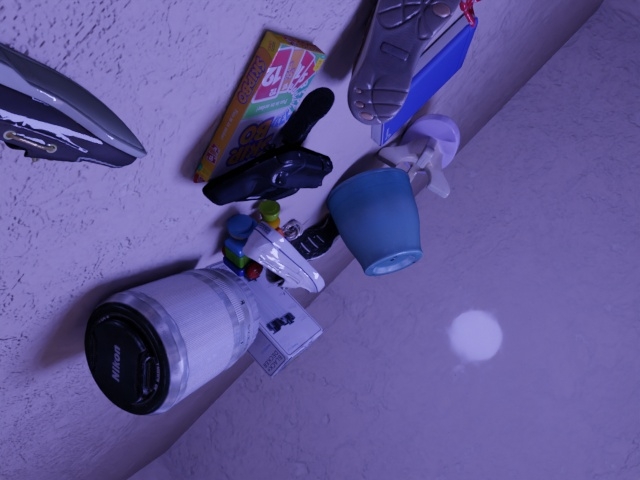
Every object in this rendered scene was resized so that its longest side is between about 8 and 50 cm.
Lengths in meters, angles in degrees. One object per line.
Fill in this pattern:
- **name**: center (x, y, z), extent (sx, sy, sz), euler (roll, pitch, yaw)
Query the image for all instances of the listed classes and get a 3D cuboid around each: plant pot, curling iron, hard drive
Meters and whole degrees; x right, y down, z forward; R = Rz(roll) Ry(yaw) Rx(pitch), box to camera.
- **plant pot**: center (0.180, -0.039, 1.302), extent (0.272, 0.255, 0.271), euler (-14, 158, -6)
- **curling iron**: center (-0.117, 0.028, 1.293), extent (0.068, 0.035, 0.274), euler (-32, 162, -35)
- **hard drive**: center (0.258, -0.400, 1.103), extent (0.319, 0.040, 0.210), euler (-45, 168, -3)

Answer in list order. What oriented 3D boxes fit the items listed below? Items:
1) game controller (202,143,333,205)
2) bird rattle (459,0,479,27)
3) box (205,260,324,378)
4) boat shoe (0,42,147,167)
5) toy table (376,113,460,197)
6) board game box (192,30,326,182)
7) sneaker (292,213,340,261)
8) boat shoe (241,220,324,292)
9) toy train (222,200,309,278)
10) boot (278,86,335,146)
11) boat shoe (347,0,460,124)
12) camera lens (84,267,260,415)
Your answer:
- **game controller**: center (-0.078, -0.112, 0.760), extent (0.167, 0.067, 0.319), euler (-15, -177, 14)
- **bird rattle**: center (0.292, -0.522, 0.740), extent (0.254, 0.143, 0.207), euler (-32, 156, 1)
- **box**: center (-0.149, 0.171, 1.050), extent (0.087, 0.290, 0.169), euler (-52, 167, 29)
- **boat shoe**: center (-0.239, -0.106, 0.350), extent (0.069, 0.081, 0.228), euler (-43, 161, 5)
- **toy table**: center (0.322, -0.257, 1.373), extent (0.160, 0.252, 0.274), euler (-57, 166, -24)
- **board game box**: center (-0.098, -0.184, 0.659), extent (0.259, 0.039, 0.124), euler (-49, 168, 31)
- **sneaker**: center (0.000, 0.000, 1.448), extent (0.272, 0.100, 0.108), euler (-36, 170, -38)
- **boat shoe**: center (-0.077, 0.062, 0.931), extent (0.088, 0.096, 0.267), euler (-50, 146, -9)
- **toy train**: center (-0.111, -0.037, 0.978), extent (0.248, 0.105, 0.143), euler (-37, 152, -32)
- **boot**: center (-0.025, -0.207, 0.750), extent (0.121, 0.045, 0.099), euler (-49, -175, 2)
- **boat shoe**: center (0.130, -0.356, 0.708), extent (0.324, 0.123, 0.116), euler (-60, -163, 23)
- **camera lens**: center (-0.274, 0.178, 0.821), extent (0.219, 0.219, 0.274), euler (-51, 167, 24)
